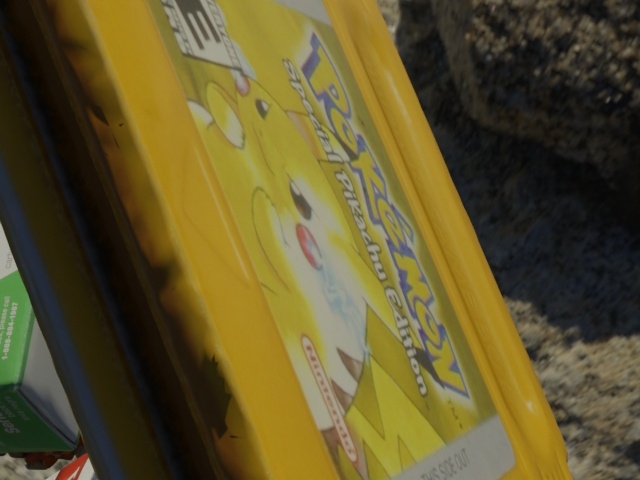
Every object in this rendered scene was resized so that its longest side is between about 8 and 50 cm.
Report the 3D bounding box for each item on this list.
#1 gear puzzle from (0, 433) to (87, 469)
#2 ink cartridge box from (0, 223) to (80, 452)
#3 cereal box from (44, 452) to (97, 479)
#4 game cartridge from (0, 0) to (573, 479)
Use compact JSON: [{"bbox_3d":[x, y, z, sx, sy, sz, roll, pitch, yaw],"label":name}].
[{"bbox_3d":[-0.223,0.172,1.430,0.044,0.339,0.175,36,110,47],"label":"gear puzzle"},{"bbox_3d":[-0.334,0.059,1.106,0.289,0.121,0.211,-5,58,14],"label":"ink cartridge box"},{"bbox_3d":[-0.153,0.195,0.552,0.047,0.240,0.173,35,45,-20],"label":"cereal box"},{"bbox_3d":[0.000,0.000,0.486,0.053,0.324,0.285,-25,82,20],"label":"game cartridge"}]
